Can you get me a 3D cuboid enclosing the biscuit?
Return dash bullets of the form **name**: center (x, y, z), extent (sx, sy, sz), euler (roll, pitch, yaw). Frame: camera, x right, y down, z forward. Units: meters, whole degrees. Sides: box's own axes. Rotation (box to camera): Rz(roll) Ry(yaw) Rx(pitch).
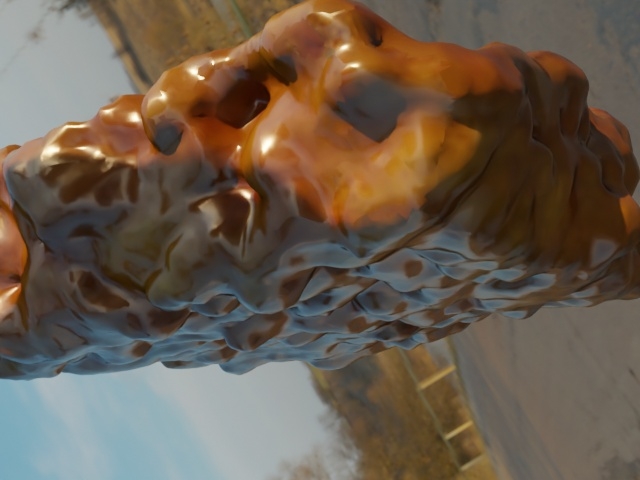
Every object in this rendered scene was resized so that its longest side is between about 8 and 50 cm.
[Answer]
- **biscuit**: center (0.000, 0.000, 0.497), extent (0.318, 0.312, 0.110), euler (12, -116, -57)
